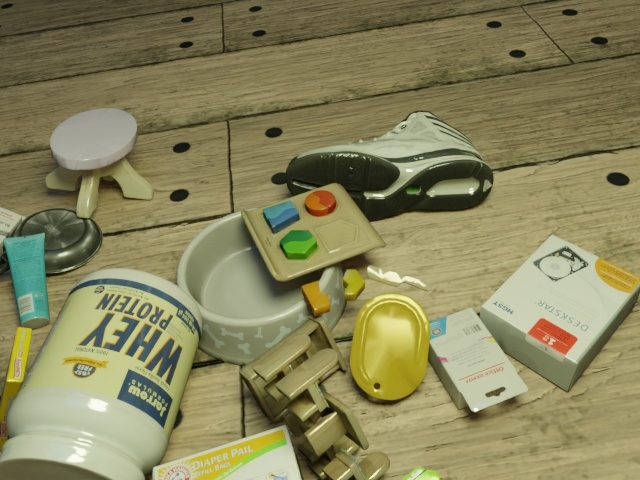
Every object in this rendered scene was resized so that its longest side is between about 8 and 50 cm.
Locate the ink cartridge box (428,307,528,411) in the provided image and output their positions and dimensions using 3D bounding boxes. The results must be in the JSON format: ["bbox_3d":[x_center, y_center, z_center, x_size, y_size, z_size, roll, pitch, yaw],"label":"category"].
[{"bbox_3d":[0.253,0.211,0.988,0.105,0.061,0.181,-18,45,-9],"label":"ink cartridge box"}]

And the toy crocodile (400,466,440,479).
[{"bbox_3d":[0.031,0.424,0.774,0.341,0.115,0.105,-30,52,-18],"label":"toy crocodile"}]

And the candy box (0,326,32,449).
[{"bbox_3d":[-0.511,0.248,0.969,0.027,0.205,0.105,10,40,-28],"label":"candy box"}]

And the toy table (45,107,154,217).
[{"bbox_3d":[-0.523,-0.185,1.386,0.252,0.160,0.274,13,34,6],"label":"toy table"}]

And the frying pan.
[{"bbox_3d":[-0.648,0.007,1.282,0.326,0.053,0.197,-15,50,-27],"label":"frying pan"}]

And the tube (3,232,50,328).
[{"bbox_3d":[-0.595,0.077,1.197,0.080,0.052,0.207,-9,63,-24],"label":"tube"}]

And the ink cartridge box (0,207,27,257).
[{"bbox_3d":[-0.756,-0.023,1.332,0.104,0.060,0.180,23,48,-7],"label":"ink cartridge box"}]

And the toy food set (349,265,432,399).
[{"bbox_3d":[0.123,0.164,1.012,0.128,0.071,0.217,9,76,8],"label":"toy food set"}]

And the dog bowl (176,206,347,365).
[{"bbox_3d":[-0.119,0.071,1.151,0.349,0.102,0.348,-4,45,4],"label":"dog bowl"}]

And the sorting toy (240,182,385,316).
[{"bbox_3d":[0.000,0.000,1.099,0.229,0.041,0.307,-17,44,-16],"label":"sorting toy"}]

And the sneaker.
[{"bbox_3d":[0.145,-0.181,1.351,0.448,0.169,0.257,0,36,-3],"label":"sneaker"}]

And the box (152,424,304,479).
[{"bbox_3d":[-0.126,0.368,0.850,0.203,0.114,0.103,-16,46,-6],"label":"box"}]

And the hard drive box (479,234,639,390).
[{"bbox_3d":[0.423,0.120,1.037,0.181,0.089,0.232,32,58,33],"label":"hard drive box"}]

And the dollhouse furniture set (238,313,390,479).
[{"bbox_3d":[0.006,0.229,0.906,0.161,0.212,0.242,-34,24,-22],"label":"dollhouse furniture set"}]

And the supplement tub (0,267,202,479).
[{"bbox_3d":[-0.336,0.231,0.928,0.236,0.235,0.324,1,46,8],"label":"supplement tub"}]
